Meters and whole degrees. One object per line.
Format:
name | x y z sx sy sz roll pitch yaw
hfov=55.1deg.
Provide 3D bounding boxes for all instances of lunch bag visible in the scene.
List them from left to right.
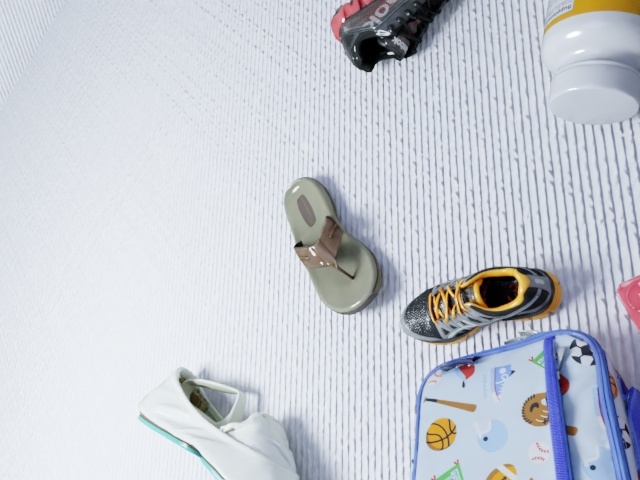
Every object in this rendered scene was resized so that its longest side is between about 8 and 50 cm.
lunch bag | 0.216 0.237 0.637 0.243 0.115 0.303 -24 38 33

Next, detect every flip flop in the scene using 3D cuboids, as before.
flip flop | 0.000 0.000 0.958 0.112 0.080 0.277 -41 54 20

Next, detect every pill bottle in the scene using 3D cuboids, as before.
pill bottle | 0.346 -0.275 0.746 0.136 0.136 0.246 3 77 39

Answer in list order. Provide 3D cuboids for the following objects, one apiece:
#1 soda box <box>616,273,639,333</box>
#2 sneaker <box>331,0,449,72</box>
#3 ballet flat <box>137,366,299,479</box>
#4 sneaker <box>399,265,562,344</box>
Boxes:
soda box | 0.398 0.146 0.597 0.092 0.083 0.263 -33 58 25
sneaker | 0.142 -0.361 0.962 0.276 0.097 0.135 -27 60 31
ballet flat | -0.138 0.302 0.945 0.400 0.139 0.139 19 87 41
sneaker | 0.190 0.076 0.784 0.214 0.083 0.084 -24 63 32
